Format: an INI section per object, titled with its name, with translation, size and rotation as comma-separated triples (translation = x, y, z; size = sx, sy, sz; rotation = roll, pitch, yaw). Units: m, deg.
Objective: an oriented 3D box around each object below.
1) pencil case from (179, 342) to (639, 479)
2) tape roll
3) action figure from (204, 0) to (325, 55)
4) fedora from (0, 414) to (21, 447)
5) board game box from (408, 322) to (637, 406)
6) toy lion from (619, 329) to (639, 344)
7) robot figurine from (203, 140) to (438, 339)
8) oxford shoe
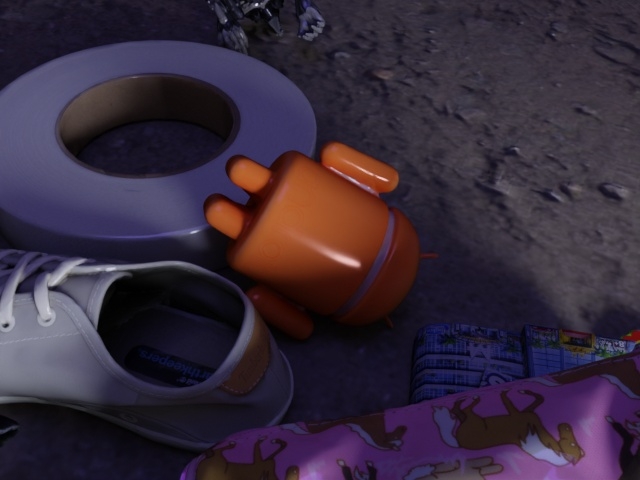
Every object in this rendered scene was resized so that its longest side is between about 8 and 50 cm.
[pencil case]
translation = 0.103, 0.170, 0.407
size = 0.387, 0.160, 0.167
rotation = -14, 23, 2
[tape roll]
translation = -0.197, -0.113, 0.776
size = 0.393, 0.072, 0.391
rotation = 2, 44, -2
[action figure]
translation = -0.090, -0.342, 0.966
size = 0.164, 0.140, 0.275
rotation = -21, 5, 10
[fedora]
translation = -0.259, 0.246, 0.321
size = 0.152, 0.334, 0.334
rotation = 48, 53, -2
[board game box]
translation = 0.172, 0.161, 0.543
size = 0.194, 0.060, 0.194
rotation = 9, 44, 3
[toy lion]
translation = 0.320, 0.128, 0.612
size = 0.096, 0.034, 0.100
rotation = 20, 47, 24
[robot figurine]
translation = -0.001, 0.002, 0.615
size = 0.220, 0.128, 0.158
rotation = 28, 55, -15
[oxford shoe]
translation = -0.240, 0.064, 0.558
size = 0.450, 0.130, 0.169
rotation = 11, 47, 8
